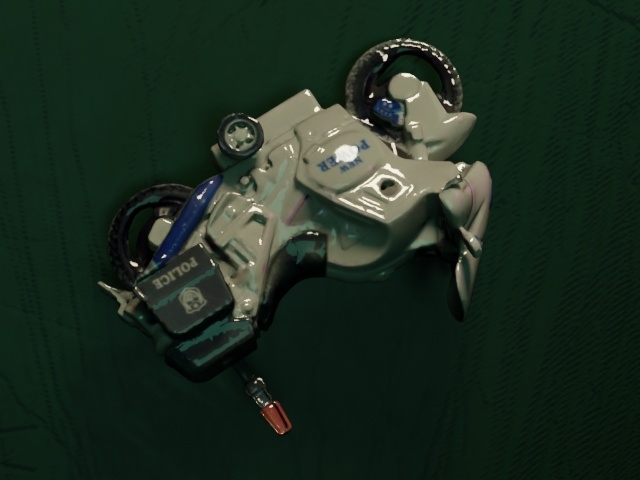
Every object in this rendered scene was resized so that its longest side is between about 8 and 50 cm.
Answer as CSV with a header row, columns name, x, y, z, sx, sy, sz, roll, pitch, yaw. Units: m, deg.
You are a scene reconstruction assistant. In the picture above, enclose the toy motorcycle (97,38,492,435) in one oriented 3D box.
name,x,y,z,sx,sy,sz,roll,pitch,yaw
toy motorcycle,0.000,0.000,0.972,0.221,0.102,0.150,-32,80,-7
